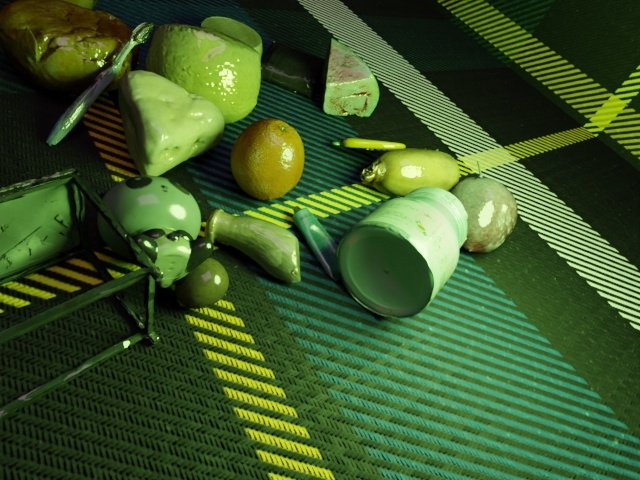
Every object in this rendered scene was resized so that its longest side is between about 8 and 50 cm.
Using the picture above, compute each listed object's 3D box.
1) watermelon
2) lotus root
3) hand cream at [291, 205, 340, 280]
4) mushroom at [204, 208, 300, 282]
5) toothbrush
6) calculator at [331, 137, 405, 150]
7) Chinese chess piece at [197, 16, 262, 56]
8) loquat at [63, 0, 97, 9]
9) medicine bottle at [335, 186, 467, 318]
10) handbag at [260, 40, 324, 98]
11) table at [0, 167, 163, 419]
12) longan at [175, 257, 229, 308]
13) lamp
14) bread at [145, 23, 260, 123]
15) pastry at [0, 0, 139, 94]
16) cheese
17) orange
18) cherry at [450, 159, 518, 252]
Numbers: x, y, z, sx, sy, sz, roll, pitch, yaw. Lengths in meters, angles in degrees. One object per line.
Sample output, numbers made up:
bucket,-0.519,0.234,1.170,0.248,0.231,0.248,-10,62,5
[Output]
watermelon,0.062,-0.548,1.514,0.201,0.213,0.262,-38,80,-14
lotus root,0.265,-0.204,1.308,0.342,0.169,0.152,0,96,-25
hand cream,0.000,0.000,1.104,0.083,0.048,0.224,-23,69,-37
mushroom,-0.140,0.003,0.996,0.247,0.108,0.096,27,4,-3
toothbrush,-0.545,-0.398,1.088,0.042,0.035,0.413,19,71,36
calculator,0.149,-0.302,1.376,0.234,0.032,0.146,7,11,8
Chinese chess piece,-0.322,-0.689,1.530,0.237,0.092,0.238,13,47,-15
loquat,-0.778,-0.786,1.337,0.213,0.213,0.213,13,47,-14
medicine bottle,0.212,0.011,1.048,0.245,0.245,0.290,39,44,12
handbag,-0.104,-0.635,1.589,0.223,0.080,0.247,20,45,-7
table,-0.470,0.095,0.674,0.272,0.222,0.335,44,48,18
longan,-0.242,0.085,0.878,0.113,0.092,0.113,1,63,-2
lamp,-0.327,-0.026,0.860,0.197,0.198,0.244,-11,38,-32
bread,-0.328,-0.476,1.243,0.320,0.237,0.320,20,22,-8
pastry,-0.672,-0.533,1.184,0.356,0.164,0.356,11,47,-12
cheese,-0.391,-0.308,1.101,0.251,0.174,0.248,-31,77,-39
orange,-0.133,-0.207,1.112,0.206,0.206,0.206,13,47,-14
cherry,0.476,-0.081,1.286,0.213,0.183,0.266,27,69,-17
